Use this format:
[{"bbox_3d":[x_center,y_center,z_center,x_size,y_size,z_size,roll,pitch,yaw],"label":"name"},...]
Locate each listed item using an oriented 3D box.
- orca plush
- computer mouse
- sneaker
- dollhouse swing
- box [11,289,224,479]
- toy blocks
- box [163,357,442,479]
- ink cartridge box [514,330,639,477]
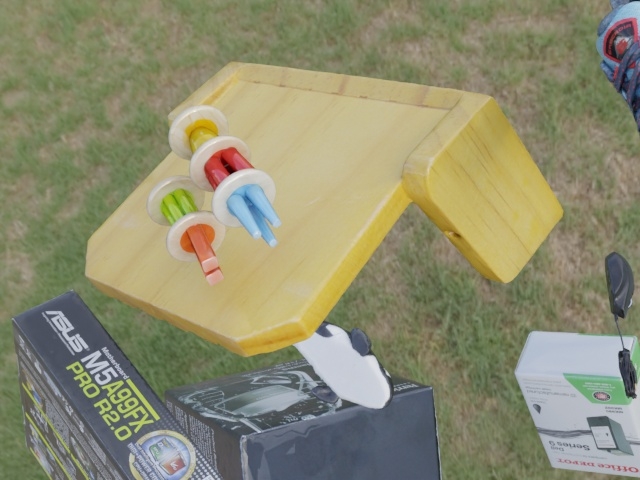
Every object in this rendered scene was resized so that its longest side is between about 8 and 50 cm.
[{"bbox_3d":[0.022,0.218,1.612,0.287,0.102,0.151,17,97,23],"label":"orca plush"},{"bbox_3d":[0.492,0.133,1.381,0.041,0.071,0.242,-6,73,12],"label":"computer mouse"},{"bbox_3d":[0.241,-0.107,0.616,0.125,0.104,0.262,32,45,-13],"label":"sneaker"},{"bbox_3d":[0.000,0.000,0.889,0.347,0.315,0.305,16,73,39],"label":"dollhouse swing"},{"bbox_3d":[-0.163,0.205,0.726,0.060,0.216,0.270,-28,59,-33],"label":"box"},{"bbox_3d":[-0.082,-0.020,0.683,0.054,0.123,0.148,2,35,-34],"label":"toy blocks"},{"bbox_3d":[-0.052,0.477,1.997,0.480,0.297,0.472,-9,9,-29],"label":"box"},{"bbox_3d":[0.531,0.323,1.683,0.211,0.289,0.121,-3,38,36],"label":"ink cartridge box"}]
